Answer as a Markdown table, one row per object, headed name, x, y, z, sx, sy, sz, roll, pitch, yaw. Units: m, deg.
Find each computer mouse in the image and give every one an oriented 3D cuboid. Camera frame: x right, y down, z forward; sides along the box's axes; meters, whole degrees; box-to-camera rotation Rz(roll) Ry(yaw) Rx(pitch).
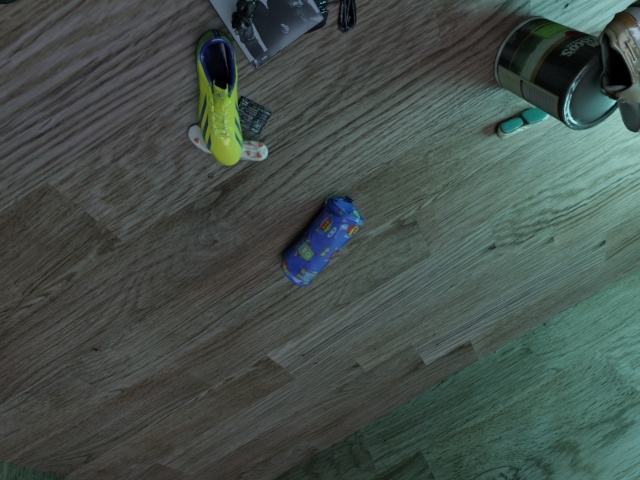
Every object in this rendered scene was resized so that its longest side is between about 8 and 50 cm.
| name | x | y | z | sx | sy | sz | roll | pitch | yaw |
| --- | --- | --- | --- | --- | --- | --- | --- | --- | --- |
| computer mouse | -0.032 | -0.525 | 0.916 | 0.261 | 0.060 | 0.184 | -10 | 132 | -16 |

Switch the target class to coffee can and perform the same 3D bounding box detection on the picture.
| name | x | y | z | sx | sy | sz | roll | pitch | yaw |
| --- | --- | --- | --- | --- | --- | --- | --- | --- | --- |
| coffee can | 0.618 | -0.436 | 1.124 | 0.201 | 0.275 | 0.202 | -12 | 132 | -14 |

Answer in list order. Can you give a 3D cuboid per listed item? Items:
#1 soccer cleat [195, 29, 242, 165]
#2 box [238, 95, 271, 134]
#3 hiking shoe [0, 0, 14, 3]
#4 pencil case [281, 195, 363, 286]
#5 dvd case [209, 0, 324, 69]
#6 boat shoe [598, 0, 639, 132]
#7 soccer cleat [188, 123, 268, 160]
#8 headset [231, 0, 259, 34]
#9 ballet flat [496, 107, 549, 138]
| name | x | y | z | sx | sy | sz | roll | pitch | yaw |
| --- | --- | --- | --- | --- | --- | --- | --- | --- | --- |
| soccer cleat | -0.220 | -0.299 | 0.949 | 0.093 | 0.121 | 0.290 | -9 | 116 | -17 |
| box | -0.172 | -0.306 | 1.070 | 0.083 | 0.018 | 0.067 | 18 | 120 | -34 |
| hiking shoe | -0.485 | -0.471 | 0.728 | 0.226 | 0.114 | 0.086 | -37 | 133 | 10 |
| pencil case | 0.000 | 0.000 | 1.337 | 0.306 | 0.133 | 0.119 | -50 | 169 | 21 |
| dvd case | -0.129 | -0.499 | 0.865 | 0.179 | 0.030 | 0.239 | -33 | 112 | 6 |
| boat shoe | 0.673 | -0.357 | 0.957 | 0.103 | 0.113 | 0.302 | -31 | 123 | 5 |
| soccer cleat | -0.229 | -0.235 | 1.079 | 0.196 | 0.076 | 0.068 | 13 | 90 | -15 |
| headset | -0.278 | -0.516 | 0.736 | 0.394 | 0.185 | 0.244 | 33 | 88 | -15 |
| ballet flat | 0.625 | -0.365 | 1.353 | 0.168 | 0.057 | 0.052 | -21 | 161 | -1 |
